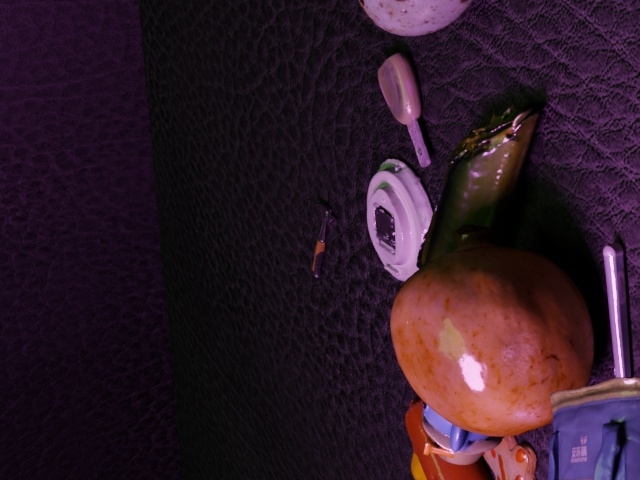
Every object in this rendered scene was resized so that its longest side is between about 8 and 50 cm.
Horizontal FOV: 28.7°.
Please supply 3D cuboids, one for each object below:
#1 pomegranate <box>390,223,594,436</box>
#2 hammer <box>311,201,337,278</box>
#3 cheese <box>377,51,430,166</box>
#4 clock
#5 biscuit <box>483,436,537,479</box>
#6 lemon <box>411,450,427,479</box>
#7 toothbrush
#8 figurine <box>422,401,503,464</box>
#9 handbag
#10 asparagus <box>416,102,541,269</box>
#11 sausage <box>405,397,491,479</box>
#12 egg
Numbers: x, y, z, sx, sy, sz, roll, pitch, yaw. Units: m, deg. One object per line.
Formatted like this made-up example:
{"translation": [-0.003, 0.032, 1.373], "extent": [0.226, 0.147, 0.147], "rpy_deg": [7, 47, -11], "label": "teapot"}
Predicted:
{"translation": [0.243, 0.143, 1.760], "extent": [0.307, 0.307, 0.307], "rpy_deg": [166, 90, -69], "label": "pomegranate"}
{"translation": [0.000, 0.000, 2.607], "extent": [0.201, 0.021, 0.078], "rpy_deg": [100, 149, -45], "label": "hammer"}
{"translation": [0.147, -0.214, 2.079], "extent": [0.097, 0.037, 0.192], "rpy_deg": [137, 116, -68], "label": "cheese"}
{"translation": [0.133, -0.025, 2.215], "extent": [0.236, 0.053, 0.236], "rpy_deg": [165, 90, -70], "label": "clock"}
{"translation": [0.311, 0.371, 2.049], "extent": [0.153, 0.030, 0.234], "rpy_deg": [103, 147, -53], "label": "biscuit"}
{"translation": [0.204, 0.406, 2.272], "extent": [0.082, 0.082, 0.111], "rpy_deg": [50, 140, 49], "label": "lemon"}
{"translation": [0.407, 0.169, 1.679], "extent": [0.030, 0.025, 0.342], "rpy_deg": [13, 116, 59], "label": "toothbrush"}
{"translation": [0.237, 0.226, 1.988], "extent": [0.180, 0.153, 0.262], "rpy_deg": [-169, 92, -71], "label": "figurine"}
{"translation": [0.391, 0.290, 1.481], "extent": [0.263, 0.222, 0.241], "rpy_deg": [137, 134, -67], "label": "handbag"}
{"translation": [0.233, -0.075, 1.859], "extent": [0.382, 0.108, 0.128], "rpy_deg": [101, 149, -44], "label": "asparagus"}
{"translation": [0.242, 0.419, 2.156], "extent": [0.094, 0.097, 0.348], "rpy_deg": [102, 147, -62], "label": "sausage"}
{"translation": [0.146, -0.383, 1.794], "extent": [0.231, 0.169, 0.169], "rpy_deg": [-11, 93, 59], "label": "egg"}
